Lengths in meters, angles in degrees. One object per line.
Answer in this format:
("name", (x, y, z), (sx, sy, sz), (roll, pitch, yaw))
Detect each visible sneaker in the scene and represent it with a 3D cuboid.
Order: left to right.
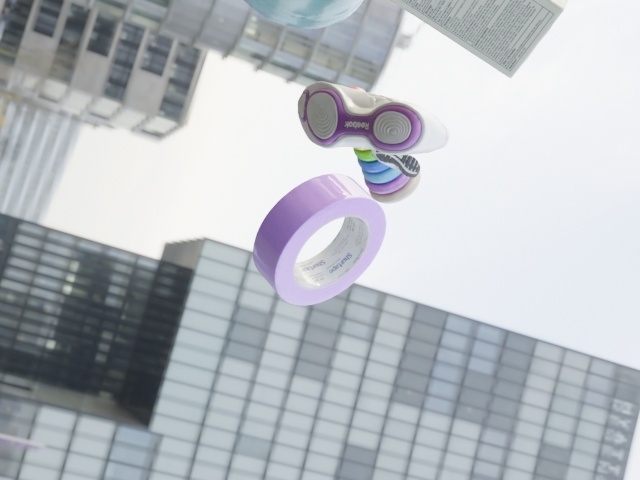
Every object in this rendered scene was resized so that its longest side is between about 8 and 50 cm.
("sneaker", (0.089, -0.204, 1.857), (0.305, 0.152, 0.114), (21, -77, 37))
("sneaker", (0.142, -0.154, 1.972), (0.040, 0.109, 0.044), (-61, -155, 1))

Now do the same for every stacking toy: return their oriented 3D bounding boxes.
("stacking toy", (0.123, -0.238, 2.528), (0.141, 0.330, 0.141), (-17, -134, 19))

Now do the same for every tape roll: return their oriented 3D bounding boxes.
("tape roll", (0.000, 0.000, 2.137), (0.090, 0.274, 0.275), (47, -58, 35))

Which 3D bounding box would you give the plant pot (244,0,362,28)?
("plant pot", (-0.007, -0.532, 1.769), (0.196, 0.293, 0.293), (152, -47, -66))

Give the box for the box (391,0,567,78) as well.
("box", (0.248, -0.386, 1.594), (0.149, 0.232, 0.127), (-54, -176, 43))
